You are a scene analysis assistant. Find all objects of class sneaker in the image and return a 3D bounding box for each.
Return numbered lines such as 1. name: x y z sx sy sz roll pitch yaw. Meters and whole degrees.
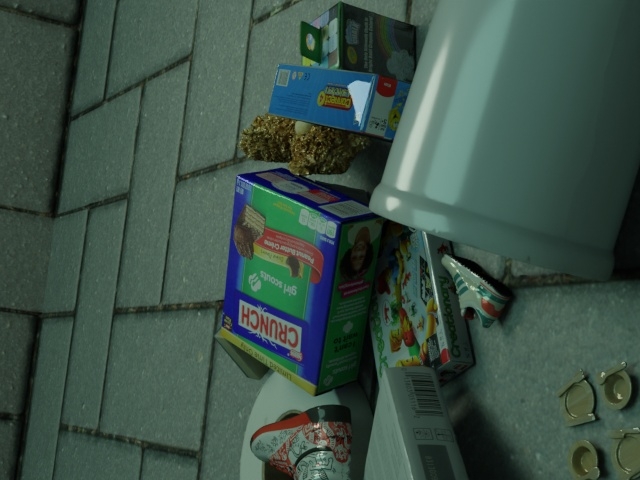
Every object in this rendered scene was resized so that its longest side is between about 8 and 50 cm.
1. sneaker: -0.039 0.380 1.882 0.270 0.090 0.145 -33 50 48
2. sneaker: 0.224 0.077 1.704 0.161 0.057 0.075 41 110 53

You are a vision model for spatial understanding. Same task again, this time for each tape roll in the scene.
1. tape roll: -0.030 0.411 2.016 0.392 0.072 0.392 -28 57 54

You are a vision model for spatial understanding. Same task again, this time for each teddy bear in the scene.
1. teddy bear: -0.028 -0.207 2.060 0.338 0.245 0.113 -83 -7 -74

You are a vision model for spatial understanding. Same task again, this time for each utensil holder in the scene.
1. utensil holder: 0.271 -0.177 1.449 0.327 0.327 0.385 23 99 60

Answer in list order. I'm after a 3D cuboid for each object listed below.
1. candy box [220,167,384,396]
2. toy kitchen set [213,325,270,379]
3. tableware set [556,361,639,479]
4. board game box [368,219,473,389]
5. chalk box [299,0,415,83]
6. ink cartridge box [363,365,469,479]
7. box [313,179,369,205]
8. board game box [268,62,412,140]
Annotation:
1. candy box: -0.040 0.066 1.923 0.268 0.122 0.317 26 117 41
2. toy kitchen set: -0.136 0.155 2.209 0.207 0.122 0.166 -48 27 -26
3. tableware set: 0.364 0.242 1.449 0.141 0.020 0.168 -37 50 49
4. board game box: 0.150 0.099 1.828 0.193 0.053 0.305 -44 45 46
5. chalk box: 0.047 -0.331 1.984 0.132 0.213 0.132 -23 61 55
6. ink cartridge box: 0.130 0.430 1.652 0.308 0.091 0.385 -102 16 -60
7. box: 0.000 0.000 2.057 0.203 0.114 0.103 -54 39 39
8. board game box: 0.122 -0.193 1.724 0.308 0.302 0.086 22 100 60
